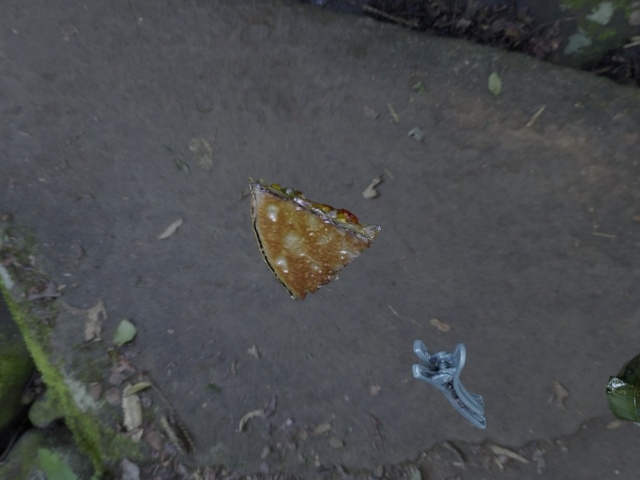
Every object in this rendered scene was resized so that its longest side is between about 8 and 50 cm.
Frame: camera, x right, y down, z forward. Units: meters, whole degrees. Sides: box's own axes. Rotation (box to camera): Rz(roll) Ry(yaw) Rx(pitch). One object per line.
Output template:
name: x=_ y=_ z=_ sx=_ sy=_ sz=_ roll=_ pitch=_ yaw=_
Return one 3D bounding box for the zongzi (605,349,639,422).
zongzi: x=0.343 y=0.122 z=0.636 sx=0.130 sy=0.154 sz=0.062 roll=-34 pitch=116 yaw=-26

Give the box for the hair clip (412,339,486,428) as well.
hair clip: x=0.111 y=0.113 z=0.574 sx=0.039 sy=0.115 sz=0.030 roll=-11 pitch=53 yaw=27

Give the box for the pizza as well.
pizza: x=-0.012 y=0.004 z=0.547 sx=0.100 sy=0.029 sz=0.099 roll=23 pitch=131 yaw=8
